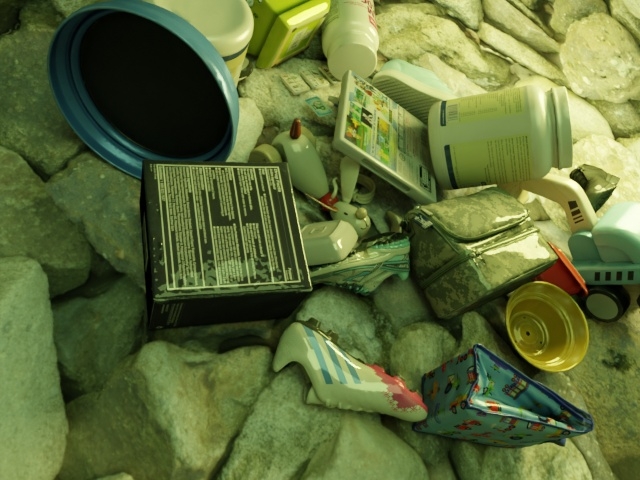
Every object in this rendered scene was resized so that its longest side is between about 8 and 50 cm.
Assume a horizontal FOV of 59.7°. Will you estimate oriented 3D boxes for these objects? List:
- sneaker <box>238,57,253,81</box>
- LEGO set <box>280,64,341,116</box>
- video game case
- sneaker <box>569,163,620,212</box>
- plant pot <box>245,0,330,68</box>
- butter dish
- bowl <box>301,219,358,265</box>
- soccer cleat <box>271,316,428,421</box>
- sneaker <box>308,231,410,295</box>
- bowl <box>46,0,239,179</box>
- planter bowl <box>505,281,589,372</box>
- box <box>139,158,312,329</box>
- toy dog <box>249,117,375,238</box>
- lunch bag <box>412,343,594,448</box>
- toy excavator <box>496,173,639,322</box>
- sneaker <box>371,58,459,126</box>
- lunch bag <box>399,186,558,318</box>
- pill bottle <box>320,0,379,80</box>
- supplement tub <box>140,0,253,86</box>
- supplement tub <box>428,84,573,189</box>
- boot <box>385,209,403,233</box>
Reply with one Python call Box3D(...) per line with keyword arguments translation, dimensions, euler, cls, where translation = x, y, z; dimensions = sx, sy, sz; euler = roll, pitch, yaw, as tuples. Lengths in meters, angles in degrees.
Box3D(translation=(-0.299, -0.486, 1.411), dimensions=(0.272, 0.108, 0.100), euler=(21, 55, -11), cls="sneaker")
Box3D(translation=(0.027, -0.379, 1.524), dimensions=(0.182, 0.060, 0.244), euler=(-24, 61, -30), cls="LEGO set")
Box3D(translation=(0.171, -0.266, 1.428), dimensions=(0.300, 0.036, 0.329), euler=(30, 41, -20), cls="video game case")
Box3D(translation=(0.786, -0.159, 1.631), dimensions=(0.130, 0.109, 0.286), euler=(38, 28, 15), cls="sneaker")
Box3D(translation=(-0.122, -0.609, 1.484), dimensions=(0.207, 0.228, 0.227), euler=(50, 56, 1), cls="plant pot")
Box3D(translation=(0.582, 0.098, 1.419), dimensions=(0.118, 0.160, 0.160), euler=(-35, 76, 10), cls="butter dish")
Box3D(translation=(0.000, 0.000, 1.220), dimensions=(0.142, 0.142, 0.053), euler=(-52, 129, -58), cls="bowl")
Box3D(translation=(0.052, 0.293, 1.118), dimensions=(0.331, 0.116, 0.143), euler=(34, 71, 2), cls="soccer cleat")
Box3D(translation=(0.077, 0.075, 1.239), dimensions=(0.283, 0.110, 0.122), euler=(-16, 103, -11), cls="sneaker")
Box3D(translation=(-0.344, -0.285, 1.115), dimensions=(0.391, 0.391, 0.077), euler=(26, 46, -6), cls="bowl")
Box3D(translation=(0.519, 0.215, 1.335), dimensions=(0.217, 0.090, 0.217), euler=(6, 66, -13), cls="planter bowl")
Box3D(translation=(-0.201, 0.007, 1.123), dimensions=(0.294, 0.183, 0.296), euler=(-2, 65, -21), cls="box")
Box3D(translation=(0.000, -0.164, 1.311), dimensions=(0.334, 0.161, 0.220), euler=(27, 56, -5), cls="toy dog")
Box3D(translation=(0.373, 0.355, 1.126), dimensions=(0.293, 0.221, 0.138), euler=(25, 56, -6), cls="lunch bag")
Box3D(translation=(0.723, -0.029, 1.458), dimensions=(0.222, 0.433, 0.445), euler=(-34, 106, -32), cls="toy excavator")
Box3D(translation=(0.334, -0.415, 1.600), dimensions=(0.366, 0.135, 0.150), euler=(31, 59, -3), cls="sneaker")
Box3D(translation=(0.358, 0.013, 1.316), dimensions=(0.305, 0.212, 0.256), euler=(-17, 70, -29), cls="lunch bag")
Box3D(translation=(0.081, -0.594, 1.577), dimensions=(0.160, 0.160, 0.283), euler=(8, 56, -17), cls="pill bottle")
Box3D(translation=(-0.290, -0.393, 1.233), dimensions=(0.228, 0.316, 0.228), euler=(10, 57, -17), cls="supplement tub")
Box3D(translation=(0.454, -0.261, 1.417), dimensions=(0.325, 0.235, 0.235), euler=(-6, 56, 21), cls="supplement tub")
Box3D(translation=(0.184, -0.011, 1.369), dimensions=(0.118, 0.042, 0.087), euler=(44, 58, 7), cls="boot")
